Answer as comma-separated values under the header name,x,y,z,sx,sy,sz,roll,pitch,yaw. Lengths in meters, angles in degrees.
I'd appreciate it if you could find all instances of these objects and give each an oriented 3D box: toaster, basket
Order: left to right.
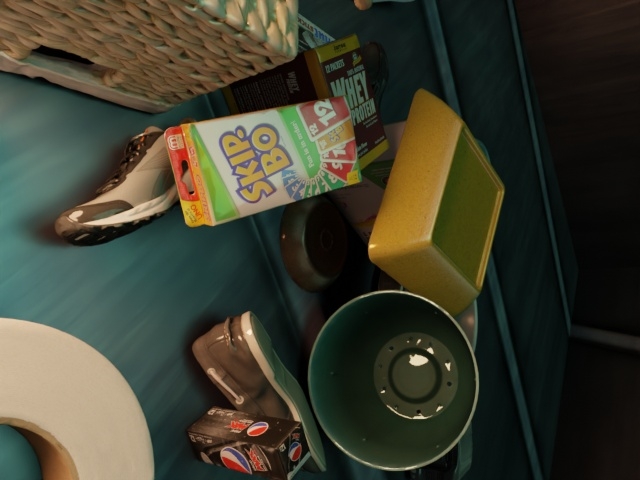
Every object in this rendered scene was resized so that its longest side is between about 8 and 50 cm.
name,x,y,z,sx,sy,sz,roll,pitch,yaw
basket,-0.214,-0.346,0.542,0.328,0.266,0.332,7,82,-54
toaster,0.291,0.472,1.255,0.146,0.129,0.227,15,72,-56

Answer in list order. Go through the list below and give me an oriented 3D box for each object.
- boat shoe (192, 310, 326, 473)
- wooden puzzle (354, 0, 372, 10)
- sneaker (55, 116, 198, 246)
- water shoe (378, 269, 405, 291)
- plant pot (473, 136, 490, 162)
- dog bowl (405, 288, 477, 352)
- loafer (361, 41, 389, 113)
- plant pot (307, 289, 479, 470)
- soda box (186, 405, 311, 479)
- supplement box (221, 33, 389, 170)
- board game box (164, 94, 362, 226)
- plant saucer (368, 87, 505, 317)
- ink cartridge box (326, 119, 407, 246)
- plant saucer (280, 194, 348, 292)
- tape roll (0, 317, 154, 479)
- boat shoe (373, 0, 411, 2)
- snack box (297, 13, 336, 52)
name,x,y,z,sx,sy,sz,roll,pitch,yaw
boat shoe,-0.086,0.251,0.809,0.112,0.095,0.335,-105,173,-61
wooden puzzle,-0.045,-0.443,0.502,0.347,0.080,0.322,12,78,-59
sneaker,-0.223,-0.077,0.650,0.108,0.100,0.271,62,35,-15
water shoe,0.177,0.055,1.211,0.080,0.072,0.203,67,39,-58
plant pot,0.311,-0.165,1.298,0.290,0.195,0.290,10,78,-53
dog bowl,0.301,0.192,1.322,0.348,0.102,0.349,8,80,-53
loafer,0.100,-0.338,1.129,0.078,0.076,0.223,29,66,-57
plant pot,0.153,0.254,0.973,0.235,0.292,0.293,33,59,-65
soda box,-0.100,0.272,0.701,0.060,0.168,0.053,-33,111,-51
supplement box,-0.023,-0.202,0.843,0.129,0.194,0.191,-42,119,-47
board game box,-0.062,-0.107,0.673,0.259,0.039,0.124,-19,107,-29
plant saucer,0.242,-0.053,0.951,0.332,0.081,0.333,36,66,-44
ink cartridge box,0.147,-0.094,1.057,0.278,0.201,0.117,49,50,-39
plant saucer,0.000,0.000,0.986,0.198,0.036,0.199,9,79,-52
tape roll,-0.333,0.263,0.465,0.392,0.072,0.392,8,80,-53
boat shoe,0.138,-0.630,1.207,0.301,0.108,0.102,-20,70,-41
snack box,-0.010,-0.389,1.030,0.178,0.022,0.064,10,77,-53
